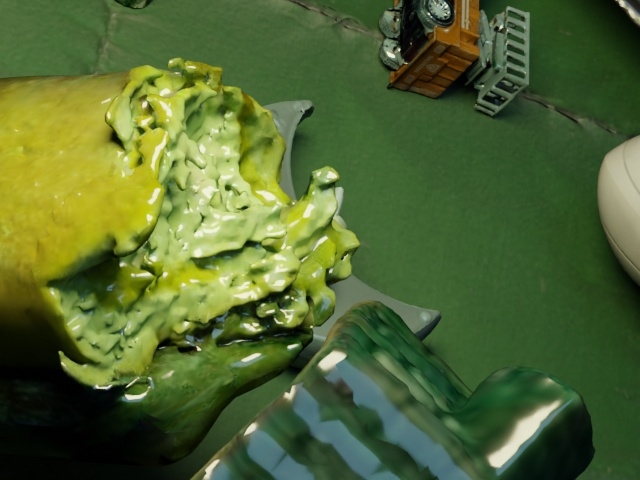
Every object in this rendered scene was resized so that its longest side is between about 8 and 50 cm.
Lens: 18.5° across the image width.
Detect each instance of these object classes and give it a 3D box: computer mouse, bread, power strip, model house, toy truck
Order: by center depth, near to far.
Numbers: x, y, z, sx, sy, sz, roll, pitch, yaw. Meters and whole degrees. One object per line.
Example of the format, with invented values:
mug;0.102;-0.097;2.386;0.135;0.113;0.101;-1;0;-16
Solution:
model house;0.126;0.250;1.204;0.445;0.400;0.395;43;53;4
bread;-0.197;0.006;1.217;0.251;0.377;0.208;-58;135;-42
power strip;-0.016;0.014;1.496;0.168;0.054;0.253;-18;70;-31
computer mouse;0.345;0.002;1.649;0.297;0.121;0.184;3;39;-47
toy truck;0.118;-0.207;1.690;0.115;0.080;0.177;19;55;-22

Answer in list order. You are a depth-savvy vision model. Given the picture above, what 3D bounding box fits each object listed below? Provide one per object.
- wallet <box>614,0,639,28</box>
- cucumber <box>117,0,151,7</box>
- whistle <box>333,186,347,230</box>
wallet;0.364;-0.197;1.799;0.323;0.041;0.247;45;33;4
cucumber;-0.140;-0.238;1.564;0.048;0.105;0.048;12;47;-13
whistle;0.000;0.000;1.457;0.035;0.035;0.100;27;51;-10
